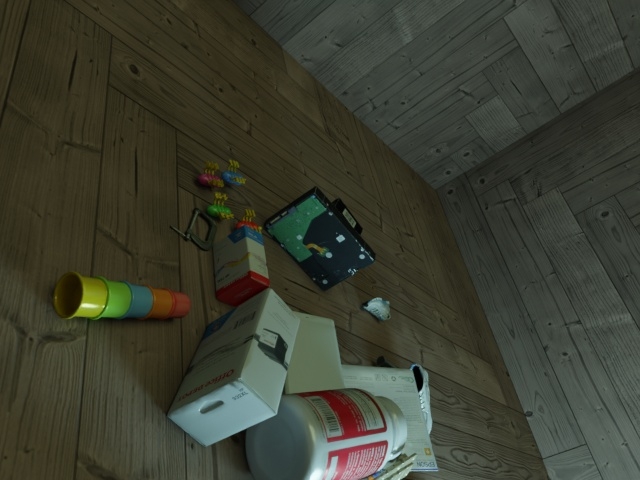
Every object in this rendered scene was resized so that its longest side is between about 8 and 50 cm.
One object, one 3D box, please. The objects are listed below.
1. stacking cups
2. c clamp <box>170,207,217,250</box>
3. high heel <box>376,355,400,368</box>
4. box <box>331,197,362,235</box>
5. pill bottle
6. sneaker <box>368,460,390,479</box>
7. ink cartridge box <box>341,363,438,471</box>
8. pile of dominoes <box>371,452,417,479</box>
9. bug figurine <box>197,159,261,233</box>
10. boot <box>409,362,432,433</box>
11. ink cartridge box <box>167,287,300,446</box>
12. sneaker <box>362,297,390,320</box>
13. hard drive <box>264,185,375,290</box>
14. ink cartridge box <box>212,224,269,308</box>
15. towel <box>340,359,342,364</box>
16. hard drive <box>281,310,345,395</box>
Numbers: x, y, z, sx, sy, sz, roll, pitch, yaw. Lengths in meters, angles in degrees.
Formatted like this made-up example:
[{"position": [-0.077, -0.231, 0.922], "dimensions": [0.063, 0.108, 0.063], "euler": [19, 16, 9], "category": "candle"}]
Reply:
[{"position": [-0.417, 0.139, 1.241], "dimensions": [0.316, 0.096, 0.096], "euler": [23, 42, -57], "category": "stacking cups"}, {"position": [-0.352, -0.040, 1.629], "dimensions": [0.137, 0.022, 0.160], "euler": [47, 28, -22], "category": "c clamp"}, {"position": [0.284, 0.556, 2.028], "dimensions": [0.186, 0.093, 0.261], "euler": [43, 26, -34], "category": "high heel"}, {"position": [0.025, -0.032, 2.089], "dimensions": [0.153, 0.207, 0.108], "euler": [51, 26, -11], "category": "box"}, {"position": [0.033, 0.490, 1.418], "dimensions": [0.408, 0.229, 0.229], "euler": [11, 51, -47], "category": "pill bottle"}, {"position": [0.183, 0.632, 1.754], "dimensions": [0.083, 0.087, 0.221], "euler": [37, 32, -39], "category": "sneaker"}, {"position": [0.168, 0.540, 1.715], "dimensions": [0.324, 0.071, 0.330], "euler": [11, 49, -25], "category": "ink cartridge box"}, {"position": [0.139, 0.647, 1.495], "dimensions": [0.251, 0.196, 0.040], "euler": [-13, 46, -38], "category": "pile of dominoes"}, {"position": [-0.288, -0.132, 1.791], "dimensions": [0.216, 0.072, 0.278], "euler": [15, 50, -53], "category": "bug figurine"}, {"position": [0.344, 0.573, 2.034], "dimensions": [0.123, 0.095, 0.258], "euler": [55, 32, -57], "category": "boot"}, {"position": [-0.189, 0.286, 1.311], "dimensions": [0.129, 0.223, 0.307], "euler": [49, 26, -20], "category": "ink cartridge box"}, {"position": [0.236, 0.281, 2.283], "dimensions": [0.191, 0.071, 0.082], "euler": [18, 51, -54], "category": "sneaker"}, {"position": [0.000, 0.000, 1.973], "dimensions": [0.339, 0.237, 0.064], "euler": [47, 27, -21], "category": "hard drive"}, {"position": [-0.222, 0.088, 1.583], "dimensions": [0.078, 0.134, 0.231], "euler": [33, 34, -44], "category": "ink cartridge box"}, {"position": [0.056, 0.436, 1.816], "dimensions": [0.067, 0.029, 0.119], "euler": [19, 46, -51], "category": "towel"}, {"position": [-0.031, 0.354, 1.668], "dimensions": [0.203, 0.040, 0.307], "euler": [16, 43, -27], "category": "hard drive"}]
